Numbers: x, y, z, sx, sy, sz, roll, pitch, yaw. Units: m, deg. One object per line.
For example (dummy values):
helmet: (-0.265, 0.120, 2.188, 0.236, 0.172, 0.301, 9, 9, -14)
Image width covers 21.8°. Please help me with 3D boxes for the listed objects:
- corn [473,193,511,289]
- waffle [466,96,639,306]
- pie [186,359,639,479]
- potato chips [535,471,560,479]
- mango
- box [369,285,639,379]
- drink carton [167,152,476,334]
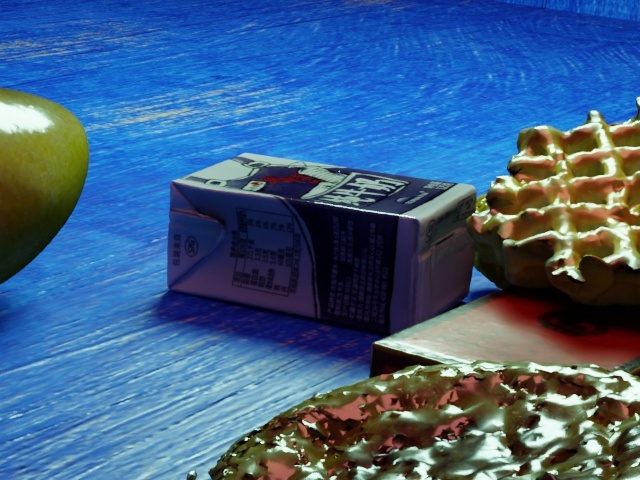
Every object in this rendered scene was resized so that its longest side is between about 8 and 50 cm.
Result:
corn: (0.219, 0.027, 1.312, 0.102, 0.102, 0.313, -9, 17, -38)
waffle: (0.272, -0.022, 1.204, 0.329, 0.062, 0.329, -4, 28, 2)
pie: (0.078, 0.138, 0.785, 0.355, 0.102, 0.288, -18, 14, -30)
potato chips: (0.234, 0.173, 0.462, 0.389, 0.097, 0.373, 20, -9, 7)
mango: (-0.335, -0.042, 1.218, 0.384, 0.198, 0.221, -10, 22, -44)
box: (0.159, 0.088, 1.119, 0.153, 0.074, 0.240, 10, 15, 34)
drink carton: (0.000, 0.000, 1.349, 0.222, 0.101, 0.134, 9, 19, 23)
